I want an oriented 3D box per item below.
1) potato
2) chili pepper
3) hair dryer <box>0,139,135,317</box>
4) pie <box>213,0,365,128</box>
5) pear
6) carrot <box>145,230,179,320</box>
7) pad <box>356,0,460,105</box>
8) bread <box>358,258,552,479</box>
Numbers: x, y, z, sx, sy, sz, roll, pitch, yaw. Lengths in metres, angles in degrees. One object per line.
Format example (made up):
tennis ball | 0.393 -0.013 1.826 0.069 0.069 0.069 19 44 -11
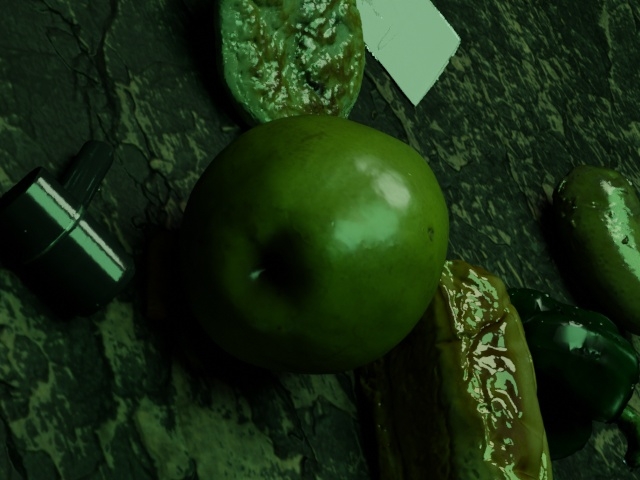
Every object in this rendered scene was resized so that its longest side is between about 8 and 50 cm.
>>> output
potato | 0.380 0.017 2.292 0.251 0.113 0.149 67 25 0
chili pepper | 0.271 0.161 1.971 0.261 0.174 0.165 31 15 -34
hair dryer | -0.213 -0.032 1.579 0.124 0.071 0.219 48 24 -18
pie | -0.030 -0.216 1.920 0.240 0.054 0.240 1 89 -50
pear | 0.000 0.000 1.655 0.253 0.253 0.307 56 27 -2
carrot | -0.148 0.031 1.635 0.032 0.032 0.093 33 44 -33
pad | 0.106 -0.272 2.267 0.156 0.004 0.232 51 32 -11
bread | 0.136 0.169 1.767 0.132 0.167 0.294 22 46 -43
